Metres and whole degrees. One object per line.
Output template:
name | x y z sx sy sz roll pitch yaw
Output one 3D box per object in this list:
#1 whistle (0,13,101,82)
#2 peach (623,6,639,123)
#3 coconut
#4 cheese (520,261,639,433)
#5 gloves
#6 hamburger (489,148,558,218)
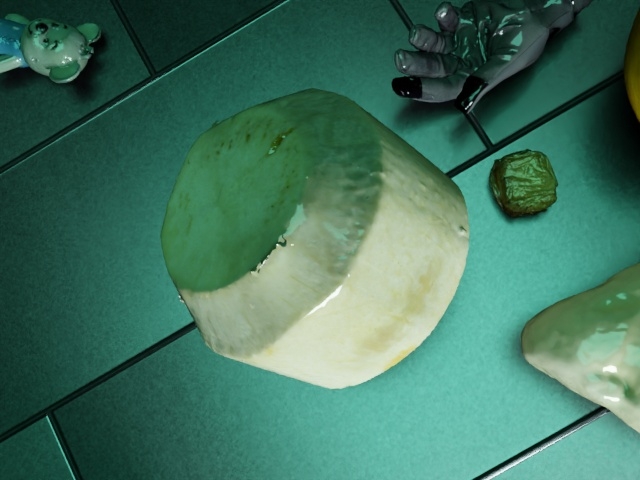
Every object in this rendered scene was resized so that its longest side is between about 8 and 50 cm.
whistle | -0.424 -0.276 0.982 0.235 0.077 0.114 10 62 13
peach | 0.476 -0.222 0.724 0.289 0.289 0.308 21 103 12
coconut | 0.000 0.000 0.765 0.323 0.323 0.323 -2 80 9
cheese | 0.357 0.139 0.734 0.251 0.173 0.248 -21 69 4
gloves | 0.212 -0.248 0.859 0.285 0.119 0.142 -25 65 -11
hamburger | 0.246 -0.070 0.855 0.076 0.044 0.083 -9 81 5
